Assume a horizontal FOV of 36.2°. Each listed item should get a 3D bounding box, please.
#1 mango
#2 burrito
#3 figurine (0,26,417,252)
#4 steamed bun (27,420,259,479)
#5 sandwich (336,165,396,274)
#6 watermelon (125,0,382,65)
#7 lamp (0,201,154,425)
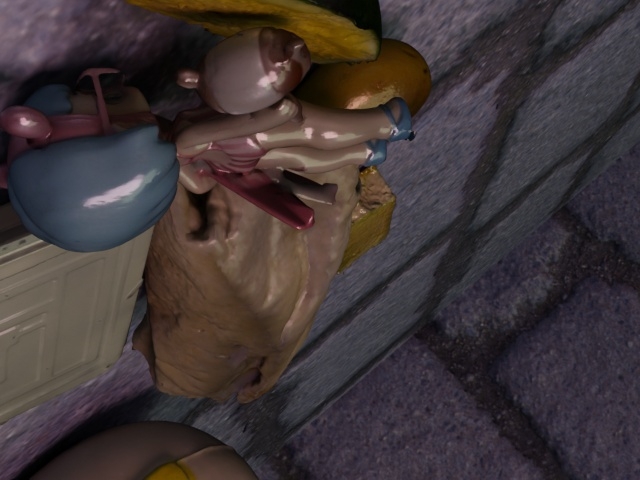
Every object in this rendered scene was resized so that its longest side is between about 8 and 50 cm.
[{"bbox_3d":[0.020,-0.113,0.833,0.161,0.076,0.103,-33,164,-10],"label":"mango"},{"bbox_3d":[-0.063,0.025,0.820,0.190,0.135,0.332,-2,152,-11],"label":"burrito"},{"bbox_3d":[-0.057,-0.054,0.585,0.260,0.103,0.205,-6,175,-24],"label":"figurine"},{"bbox_3d":[-0.227,0.382,1.124,0.374,0.334,0.334,-48,165,0],"label":"steamed bun"},{"bbox_3d":[0.000,0.000,1.131,0.193,0.058,0.162,-36,162,-16],"label":"sandwich"},{"bbox_3d":[-0.041,-0.151,0.557,0.129,0.123,0.301,-25,170,24],"label":"watermelon"},{"bbox_3d":[-0.249,0.072,0.699,0.266,0.047,0.269,-25,158,-31],"label":"lamp"}]
